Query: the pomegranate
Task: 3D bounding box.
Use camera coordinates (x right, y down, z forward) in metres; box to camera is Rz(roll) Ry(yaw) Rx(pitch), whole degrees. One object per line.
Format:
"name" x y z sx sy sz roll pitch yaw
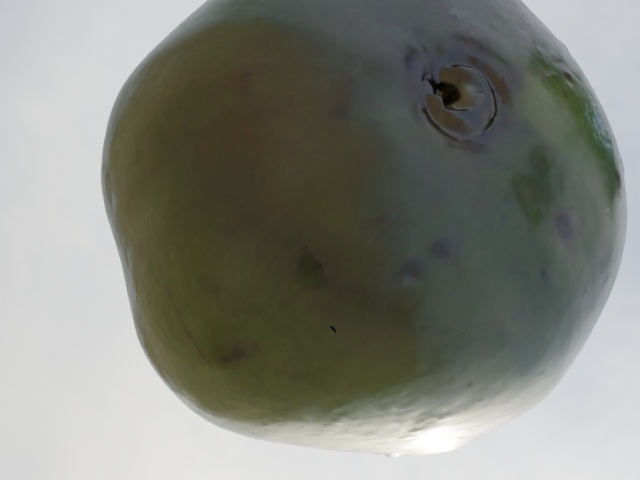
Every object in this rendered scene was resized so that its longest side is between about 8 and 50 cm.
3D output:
"pomegranate" 0.002 0.000 0.473 0.225 0.187 0.187 -45 -113 52
